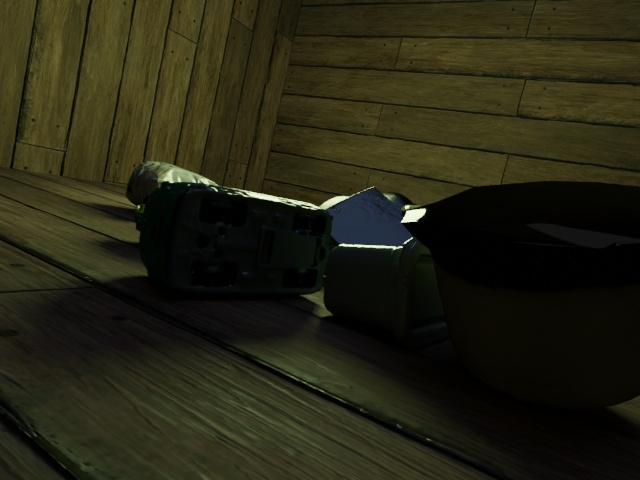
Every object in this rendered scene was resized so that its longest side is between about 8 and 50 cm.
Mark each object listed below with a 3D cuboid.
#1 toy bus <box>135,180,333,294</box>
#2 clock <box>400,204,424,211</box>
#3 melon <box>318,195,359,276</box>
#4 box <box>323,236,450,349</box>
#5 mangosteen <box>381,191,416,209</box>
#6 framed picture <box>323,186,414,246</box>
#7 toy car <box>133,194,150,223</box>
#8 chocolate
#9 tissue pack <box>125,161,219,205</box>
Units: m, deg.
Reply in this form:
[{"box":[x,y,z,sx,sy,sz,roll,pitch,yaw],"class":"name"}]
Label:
[{"box":[-0.157,-0.003,0.832,0.344,0.183,0.200,8,4,-45],"class":"toy bus"},{"box":[0.278,0.016,1.358,0.096,0.234,0.308,3,1,6],"class":"clock"},{"box":[0.065,-0.034,1.222,0.196,0.124,0.323,20,50,11],"class":"melon"},{"box":[0.152,0.082,0.841,0.183,0.175,0.312,5,0,36],"class":"box"},{"box":[0.255,-0.041,1.761,0.314,0.296,0.297,-16,11,-10],"class":"mangosteen"},{"box":[0.165,-0.002,1.130,0.244,0.013,0.324,-27,61,-34],"class":"framed picture"},{"box":[-0.318,-0.044,1.101,0.248,0.142,0.201,-21,26,-37],"class":"toy car"},{"box":[0.308,0.079,0.610,0.326,0.296,0.314,-16,16,-41],"class":"chocolate"},{"box":[-0.481,-0.159,1.651,0.376,0.194,0.390,14,4,-36],"class":"tissue pack"}]
